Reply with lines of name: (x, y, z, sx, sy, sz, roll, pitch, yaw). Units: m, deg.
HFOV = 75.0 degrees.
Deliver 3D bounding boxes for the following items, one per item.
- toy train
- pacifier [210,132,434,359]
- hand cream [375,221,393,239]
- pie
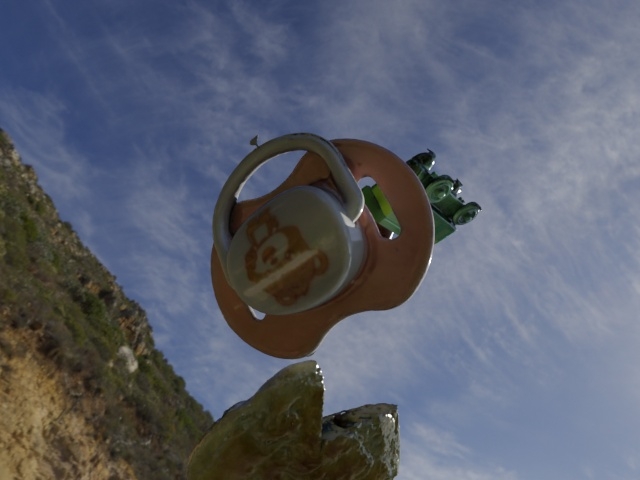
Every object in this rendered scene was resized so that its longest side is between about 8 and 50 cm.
toy train: (0.252, -0.087, 1.020, 0.202, 0.120, 0.300, -37, -38, 23)
pacifier: (-0.005, 0.014, 0.569, 0.332, 0.221, 0.273, -34, -51, 20)
hand cream: (0.135, 0.034, 1.216, 0.124, 0.078, 0.341, 19, -84, -4)
pie: (-0.031, 0.339, 0.626, 0.337, 0.075, 0.338, -5, -73, -17)
